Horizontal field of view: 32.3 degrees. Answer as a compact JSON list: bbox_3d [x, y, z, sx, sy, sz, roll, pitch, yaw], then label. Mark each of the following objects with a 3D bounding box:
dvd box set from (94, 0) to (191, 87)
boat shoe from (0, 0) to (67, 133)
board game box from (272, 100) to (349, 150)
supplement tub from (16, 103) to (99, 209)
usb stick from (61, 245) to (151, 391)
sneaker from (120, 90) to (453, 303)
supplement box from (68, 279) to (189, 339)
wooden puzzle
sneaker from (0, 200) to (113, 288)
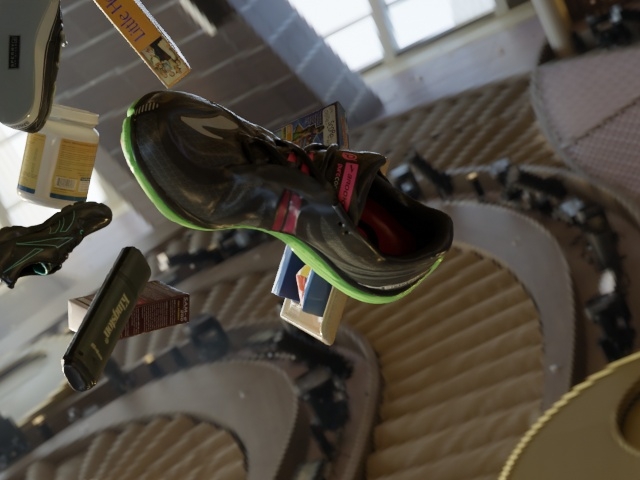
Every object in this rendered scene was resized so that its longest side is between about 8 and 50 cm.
[{"bbox_3d":[-0.412,-0.490,2.037,0.062,0.420,0.307,-38,-151,2],"label":"dvd box set"},{"bbox_3d":[-0.474,-0.331,1.836,0.113,0.306,0.105,-1,175,12],"label":"boat shoe"},{"bbox_3d":[-0.017,-0.136,1.860,0.136,0.035,0.201,-22,-138,20],"label":"board game box"},{"bbox_3d":[-0.529,-0.170,2.240,0.144,0.200,0.144,13,-173,-2],"label":"supplement tub"},{"bbox_3d":[-0.329,0.116,1.713,0.045,0.077,0.278,-4,-143,18],"label":"usb stick"},{"bbox_3d":[-0.028,-0.079,1.423,0.202,0.482,0.185,-32,-136,47],"label":"sneaker"},{"bbox_3d":[-0.424,0.157,2.457,0.239,0.073,0.130,-13,-157,-40],"label":"supplement box"},{"bbox_3d":[0.000,0.000,1.942,0.348,0.080,0.322,-165,-88,-77],"label":"wooden puzzle"},{"bbox_3d":[-0.504,0.010,2.082,0.267,0.106,0.101,-24,162,-32],"label":"sneaker"}]
